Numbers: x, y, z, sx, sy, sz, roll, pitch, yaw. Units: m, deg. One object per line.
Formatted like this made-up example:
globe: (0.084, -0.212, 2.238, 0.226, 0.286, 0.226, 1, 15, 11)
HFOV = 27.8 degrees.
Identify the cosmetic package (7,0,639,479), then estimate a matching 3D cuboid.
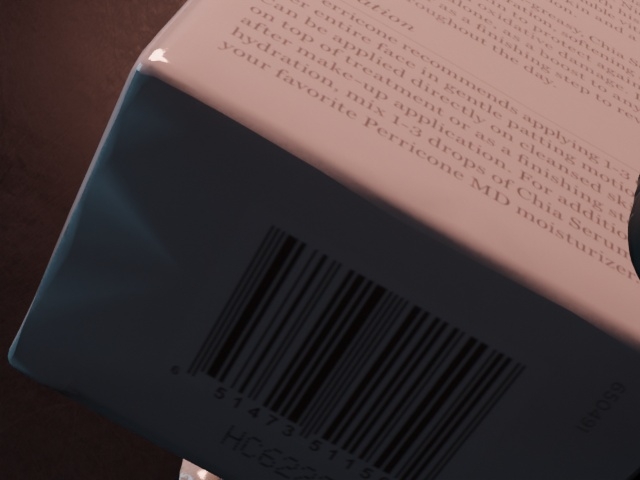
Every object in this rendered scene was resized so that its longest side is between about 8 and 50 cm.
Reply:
cosmetic package: (0.058, -0.065, 0.647, 0.161, 0.230, 0.453, -59, 3, 35)

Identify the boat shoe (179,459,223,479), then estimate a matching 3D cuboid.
boat shoe: (-0.121, 0.268, 0.906, 0.113, 0.103, 0.302, -79, 4, -65)

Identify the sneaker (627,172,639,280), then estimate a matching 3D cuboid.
sneaker: (0.160, -0.060, 0.431, 0.234, 0.078, 0.106, -57, -1, -22)
